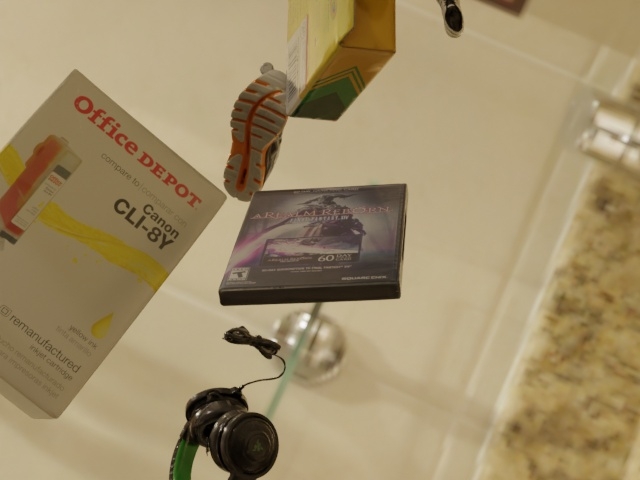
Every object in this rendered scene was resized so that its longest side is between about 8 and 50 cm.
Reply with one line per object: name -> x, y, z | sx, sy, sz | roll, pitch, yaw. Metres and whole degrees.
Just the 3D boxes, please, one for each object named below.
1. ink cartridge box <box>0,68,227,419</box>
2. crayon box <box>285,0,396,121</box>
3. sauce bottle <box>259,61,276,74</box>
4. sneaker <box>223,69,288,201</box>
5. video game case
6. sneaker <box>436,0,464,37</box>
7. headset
ink cartridge box -> -0.355, 0.006, 1.745 | 0.384, 0.279, 0.160 | -54, 13, -20
crayon box -> 0.031, -0.305, 1.737 | 0.318, 0.081, 0.202 | 139, 134, -70
sauce bottle -> -0.085, -0.300, 2.486 | 0.042, 0.042, 0.128 | -66, -23, -16
sneaker -> -0.092, -0.166, 1.982 | 0.083, 0.084, 0.214 | -49, -17, -59
video game case -> 0.000, 0.000, 1.509 | 0.274, 0.196, 0.026 | -78, -16, -63
sneaker -> 0.162, -0.294, 1.616 | 0.037, 0.032, 0.083 | -76, -33, -88
headset -> -0.198, 0.365, 2.576 | 0.394, 0.185, 0.243 | -61, 34, 4
